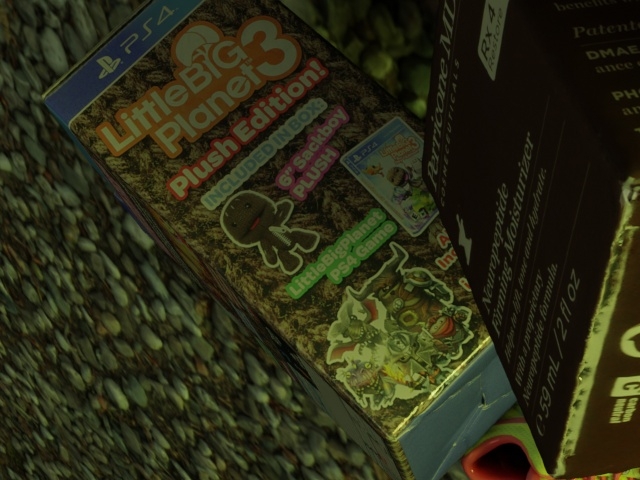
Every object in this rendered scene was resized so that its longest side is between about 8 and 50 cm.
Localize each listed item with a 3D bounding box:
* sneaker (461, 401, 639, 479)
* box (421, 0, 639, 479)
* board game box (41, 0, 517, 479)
[{"bbox_3d":[0.181,0.156,0.780,0.208,0.094,0.082,7,123,48],"label":"sneaker"},{"bbox_3d":[0.154,-0.035,0.515,0.203,0.167,0.168,-108,14,-45],"label":"box"},{"bbox_3d":[0.000,0.000,0.754,0.291,0.141,0.232,43,171,19],"label":"board game box"}]
